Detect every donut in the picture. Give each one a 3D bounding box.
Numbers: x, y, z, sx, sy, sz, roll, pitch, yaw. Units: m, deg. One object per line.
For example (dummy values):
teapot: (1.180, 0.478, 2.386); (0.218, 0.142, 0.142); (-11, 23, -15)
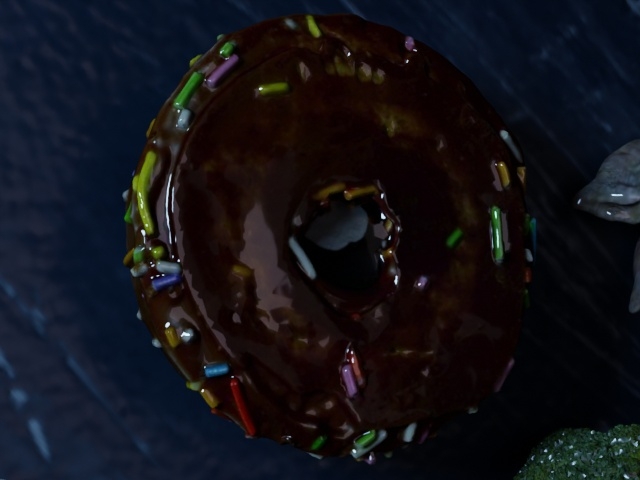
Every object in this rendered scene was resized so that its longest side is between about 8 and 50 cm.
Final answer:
donut: (0.000, 0.000, 0.784); (0.235, 0.089, 0.235); (3, 83, -27)

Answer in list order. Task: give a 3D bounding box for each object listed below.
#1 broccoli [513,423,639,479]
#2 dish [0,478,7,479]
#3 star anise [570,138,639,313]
broccoli: (0.165, 0.180, 0.831); (0.138, 0.146, 0.162); (45, 48, -49)
dish: (-0.153, 0.228, 0.692); (0.229, 0.081, 0.229); (3, 84, -26)
star anise: (0.267, -0.026, 0.926); (0.197, 0.073, 0.212); (39, 72, -15)
